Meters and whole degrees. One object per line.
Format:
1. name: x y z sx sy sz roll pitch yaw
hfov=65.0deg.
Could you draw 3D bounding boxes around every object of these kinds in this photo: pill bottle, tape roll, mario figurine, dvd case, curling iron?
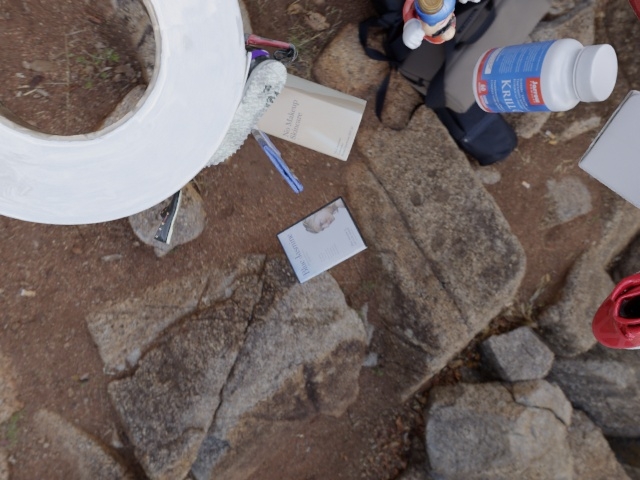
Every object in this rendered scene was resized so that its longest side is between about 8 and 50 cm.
1. pill bottle: 0.403 -0.297 0.915 0.124 0.221 0.124 -9 105 -35
2. tape roll: -0.275 -0.211 0.543 0.392 0.072 0.392 -3 101 -15
3. mario figurine: 0.291 -0.537 1.185 0.198 0.320 0.170 -2 98 8
4. dvd case: 0.000 0.000 1.568 0.253 0.022 0.180 -30 81 18
5. curling iron: -0.199 -0.562 1.442 0.274 0.035 0.068 12 111 -14

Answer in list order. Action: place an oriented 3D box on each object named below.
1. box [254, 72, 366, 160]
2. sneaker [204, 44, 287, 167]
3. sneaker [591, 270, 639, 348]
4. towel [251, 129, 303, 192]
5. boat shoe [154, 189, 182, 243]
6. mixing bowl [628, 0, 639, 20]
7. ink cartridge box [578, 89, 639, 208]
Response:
1. box: -0.048 -0.345 1.351 0.311 0.121 0.148 18 124 0
2. sneaker: -0.208 -0.292 1.074 0.293 0.146 0.102 -45 153 11
3. sneaker: 0.343 0.070 0.552 0.128 0.087 0.221 -8 149 -16
4. towel: -0.153 -0.280 1.576 0.034 0.285 0.209 -36 129 3
5. boat shoe: -0.355 -0.059 1.176 0.042 0.049 0.133 18 97 -10
6. mixing bowl: 0.377 -0.250 0.473 0.181 0.181 0.098 -27 122 -5
7. ink cartridge box: 0.567 -0.101 0.735 0.306 0.226 0.131 -6 134 -36
